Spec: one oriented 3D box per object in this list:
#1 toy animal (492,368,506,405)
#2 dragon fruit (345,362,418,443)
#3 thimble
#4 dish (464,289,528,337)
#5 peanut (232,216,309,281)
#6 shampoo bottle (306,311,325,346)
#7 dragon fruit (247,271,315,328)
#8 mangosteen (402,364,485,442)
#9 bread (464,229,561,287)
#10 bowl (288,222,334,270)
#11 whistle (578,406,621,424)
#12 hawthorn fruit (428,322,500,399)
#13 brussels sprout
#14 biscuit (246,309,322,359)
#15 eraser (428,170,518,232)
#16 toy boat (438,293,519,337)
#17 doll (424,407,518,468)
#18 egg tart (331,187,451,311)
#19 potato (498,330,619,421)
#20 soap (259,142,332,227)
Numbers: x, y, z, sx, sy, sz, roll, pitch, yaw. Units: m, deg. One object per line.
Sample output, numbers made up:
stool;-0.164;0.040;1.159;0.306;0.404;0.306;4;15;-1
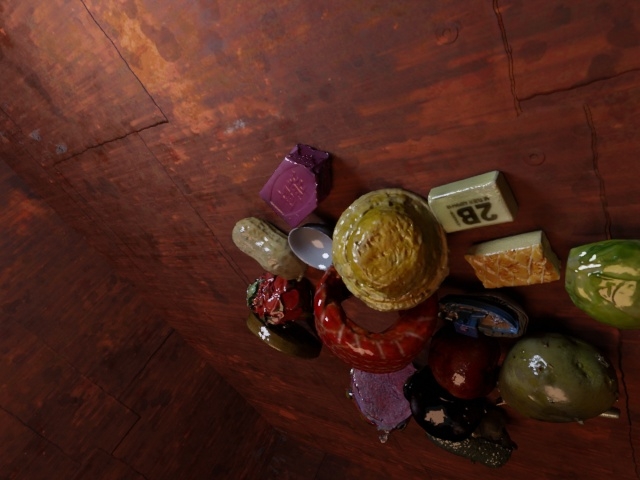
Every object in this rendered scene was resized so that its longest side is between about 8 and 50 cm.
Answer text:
toy animal;0.605;0.464;1.369;0.188;0.089;0.179;-11;114;57
dragon fruit;0.246;0.617;1.659;0.296;0.314;0.263;32;161;15
thimble;0.155;0.198;1.182;0.350;0.350;0.230;24;155;12
dish;0.491;0.193;1.149;0.191;0.066;0.190;25;145;19
peanut;-0.165;0.027;1.386;0.291;0.143;0.159;36;167;-5
shampoo bottle;0.025;0.395;1.724;0.086;0.085;0.244;1;134;37
dragon fruit;-0.138;0.227;1.562;0.234;0.233;0.293;-12;145;44
mangosteen;0.418;0.532;1.409;0.288;0.287;0.233;14;132;24
bread;0.471;0.054;1.003;0.188;0.068;0.125;-16;122;46
bowl;0.000;0.000;1.282;0.189;0.086;0.189;20;143;16
whistle;0.776;0.504;1.266;0.253;0.102;0.105;-4;122;45
hawthorn fruit;0.434;0.361;1.289;0.266;0.210;0.230;35;142;62
brussels sprout;0.629;0.083;0.841;0.223;0.161;0.223;15;141;12
biscuit;-0.162;0.382;1.684;0.351;0.070;0.394;31;180;30
eraser;0.349;-0.084;0.946;0.172;0.058;0.117;-12;124;45
toy boat;0.414;0.209;1.094;0.223;0.097;0.100;9;139;39
doll;0.572;0.726;1.580;0.350;0.247;0.247;32;144;8
egg tart;0.172;0.024;1.011;0.319;0.318;0.128;28;-175;7
potato;0.648;0.391;1.142;0.270;0.219;0.359;14;150;15
soap;-0.057;-0.160;1.136;0.162;0.099;0.250;44;143;-3
